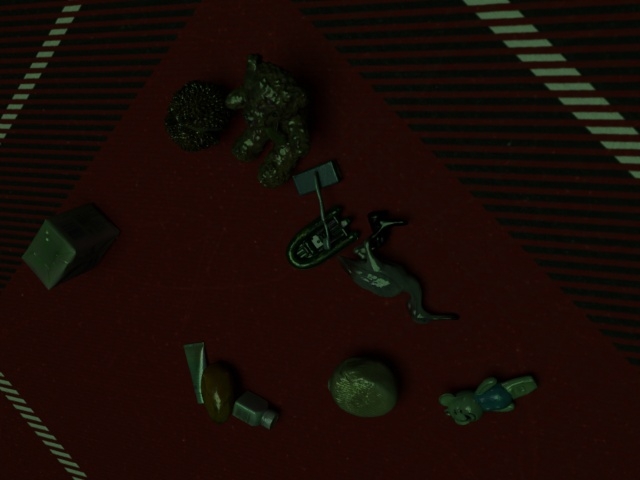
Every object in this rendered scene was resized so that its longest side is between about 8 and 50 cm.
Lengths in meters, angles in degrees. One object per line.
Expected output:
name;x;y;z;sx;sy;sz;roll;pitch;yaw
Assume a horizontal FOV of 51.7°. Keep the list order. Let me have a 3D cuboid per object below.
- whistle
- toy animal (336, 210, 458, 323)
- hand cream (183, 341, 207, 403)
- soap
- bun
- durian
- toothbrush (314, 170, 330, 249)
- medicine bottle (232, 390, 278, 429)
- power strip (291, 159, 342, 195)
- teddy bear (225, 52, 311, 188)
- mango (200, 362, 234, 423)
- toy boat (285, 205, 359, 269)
whistle;0.401;0.377;1.572;0.235;0.077;0.114;-27;112;25
toy animal;0.170;0.091;1.584;0.195;0.090;0.324;-27;94;19
hand cream;-0.354;0.387;1.938;0.076;0.047;0.174;-12;91;27
soap;-0.719;0.014;1.904;0.138;0.199;0.182;44;118;4
bun;0.112;0.359;1.674;0.166;0.113;0.173;-33;113;33
durian;-0.315;-0.307;1.633;0.167;0.196;0.196;33;116;18
toothbrush;0.003;-0.072;1.607;0.019;0.013;0.193;-6;95;35
medicine bottle;-0.180;0.482;1.864;0.118;0.074;0.055;24;112;15
power strip;-0.010;-0.153;1.627;0.123;0.032;0.056;-18;96;28
teddy bear;-0.125;-0.265;1.536;0.246;0.222;0.296;42;115;15
mango;-0.289;0.428;1.866;0.115;0.089;0.165;-47;46;41
toy boat;0.000;0.000;1.655;0.210;0.052;0.104;-34;92;24
